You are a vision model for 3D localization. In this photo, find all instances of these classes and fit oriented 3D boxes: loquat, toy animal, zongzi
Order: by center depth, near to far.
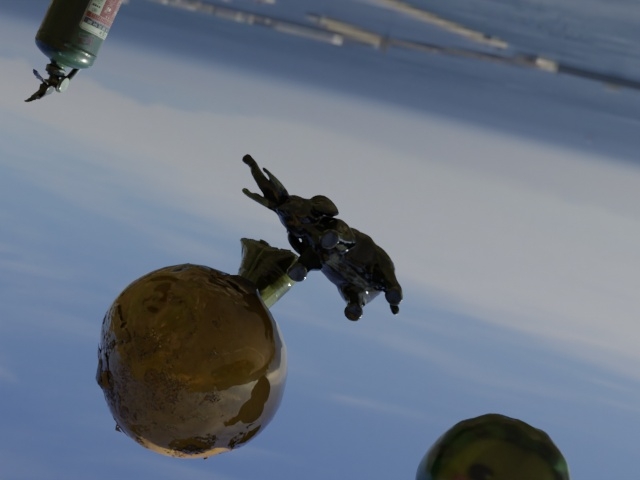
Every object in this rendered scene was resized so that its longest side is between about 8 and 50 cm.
[{"bbox_3d":[-0.151,0.141,1.567,0.235,0.235,0.235,13,-174,-1],"label":"loquat"},{"bbox_3d":[0.168,0.366,1.592,0.216,0.338,0.191,29,175,4],"label":"toy animal"},{"bbox_3d":[-0.002,0.001,1.650,0.269,0.082,0.137,41,-165,-9],"label":"toy animal"},{"bbox_3d":[-0.113,0.060,1.788,0.130,0.154,0.062,24,147,40],"label":"zongzi"}]

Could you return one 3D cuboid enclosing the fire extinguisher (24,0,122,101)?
[{"bbox_3d":[-0.326,-0.316,1.840,0.093,0.294,0.118,25,-179,16],"label":"fire extinguisher"}]
